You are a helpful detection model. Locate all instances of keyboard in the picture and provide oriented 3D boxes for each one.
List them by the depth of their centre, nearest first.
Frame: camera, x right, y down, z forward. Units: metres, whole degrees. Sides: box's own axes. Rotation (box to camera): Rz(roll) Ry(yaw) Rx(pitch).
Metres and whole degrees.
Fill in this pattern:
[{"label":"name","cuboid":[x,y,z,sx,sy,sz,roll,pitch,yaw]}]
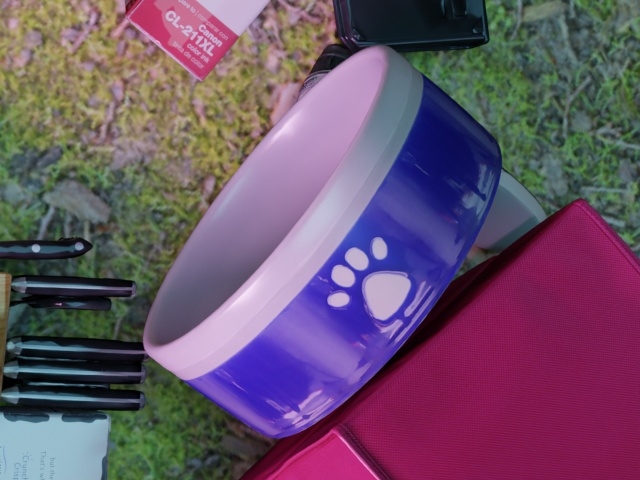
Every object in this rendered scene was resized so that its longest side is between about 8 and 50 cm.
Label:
[{"label":"keyboard","cuboid":[0.085,-0.302,1.437,0.201,0.033,0.317,-5,86,-19]}]

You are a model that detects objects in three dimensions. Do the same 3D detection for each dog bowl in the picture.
[{"label":"dog bowl","cuboid":[0.000,0.000,1.280,0.104,0.265,0.265,38,79,-14]}]

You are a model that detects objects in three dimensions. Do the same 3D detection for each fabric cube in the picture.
[{"label":"fabric cube","cuboid":[0.125,0.175,1.291,0.254,0.259,0.258,49,60,-1]}]

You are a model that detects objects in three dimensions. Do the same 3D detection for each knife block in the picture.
[{"label":"knife block","cuboid":[-0.268,0.082,1.303,0.275,0.088,0.242,-42,100,-14]}]

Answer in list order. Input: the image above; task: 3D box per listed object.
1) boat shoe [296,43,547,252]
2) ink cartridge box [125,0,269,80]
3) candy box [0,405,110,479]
[{"label":"boat shoe","cuboid":[0.086,-0.073,1.420,0.219,0.078,0.070,35,50,-12]},{"label":"ink cartridge box","cuboid":[-0.057,-0.208,1.329,0.072,0.127,0.175,40,96,-12]},{"label":"candy box","cuboid":[-0.251,0.198,1.317,0.196,0.070,0.165,3,88,-17]}]
